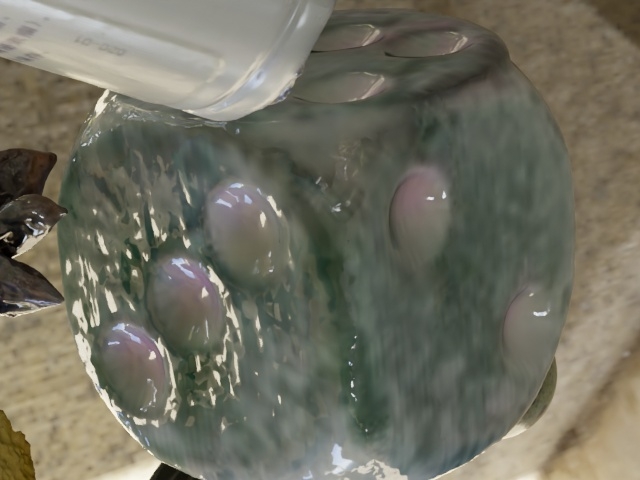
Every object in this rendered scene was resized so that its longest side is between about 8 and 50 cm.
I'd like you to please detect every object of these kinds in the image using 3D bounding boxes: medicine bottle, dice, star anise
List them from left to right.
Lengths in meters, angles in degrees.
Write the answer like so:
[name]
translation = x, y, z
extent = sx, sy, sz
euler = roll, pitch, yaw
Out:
[star anise]
translation = -0.275, 0.035, 1.212
extent = 0.230, 0.081, 0.262
euler = 15, 71, 35
[medicine bottle]
translation = -0.164, -0.195, 0.911
extent = 0.190, 0.332, 0.190
euler = -26, 56, 48
[dice]
translation = 0.000, 0.000, 1.436
extent = 0.328, 0.330, 0.348
euler = 11, 113, 38

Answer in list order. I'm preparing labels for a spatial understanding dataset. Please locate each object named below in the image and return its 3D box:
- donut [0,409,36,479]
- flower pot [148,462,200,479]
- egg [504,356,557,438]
[donut]
translation = -0.252, 0.205, 0.986
extent = 0.152, 0.101, 0.259
euler = -30, 38, 20
[flower pot]
translation = -0.088, 0.291, 1.875
extent = 0.140, 0.235, 0.235
euler = 44, 143, -21
[egg]
translation = 0.154, 0.122, 1.689
extent = 0.141, 0.182, 0.141
euler = -35, 34, 28
